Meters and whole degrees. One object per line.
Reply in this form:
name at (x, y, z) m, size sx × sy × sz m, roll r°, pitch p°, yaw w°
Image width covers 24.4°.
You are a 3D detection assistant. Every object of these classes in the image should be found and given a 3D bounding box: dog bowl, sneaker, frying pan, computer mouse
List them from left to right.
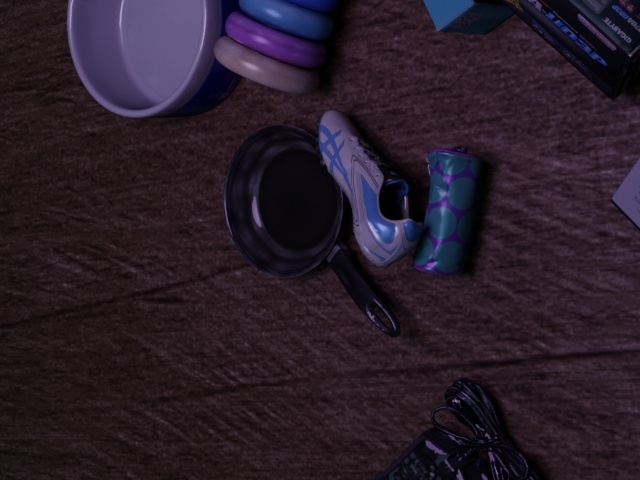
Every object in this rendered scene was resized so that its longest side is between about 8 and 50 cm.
dog bowl at (-0.216, -0.297, 1.993) m, size 0.264 × 0.104 × 0.265 m, roll 3°, pitch 95°, yaw 38°
frying pan at (0.005, -0.029, 1.869) m, size 0.326 × 0.053 × 0.197 m, roll 24°, pitch 108°, yaw 33°
sneaker at (0.062, -0.074, 1.786) m, size 0.086 × 0.085 × 0.237 m, roll -39°, pitch 52°, yaw 21°
computer mouse at (0.139, 0.312, 1.780) m, size 0.272 × 0.072 × 0.188 m, roll -42°, pitch 66°, yaw 19°

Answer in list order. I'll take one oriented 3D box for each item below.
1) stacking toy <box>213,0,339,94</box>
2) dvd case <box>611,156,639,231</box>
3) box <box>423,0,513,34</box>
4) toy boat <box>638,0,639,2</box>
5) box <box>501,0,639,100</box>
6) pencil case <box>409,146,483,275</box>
stacking toy at (-0.013, -0.353, 1.822) m, size 0.141 × 0.141 × 0.330 m, roll 31°, pitch 106°, yaw 33°
dvd case at (0.422, -0.070, 1.518) m, size 0.180 × 0.022 × 0.253 m, roll 50°, pitch 133°, yaw 25°
box at (0.135, -0.358, 1.713) m, size 0.060 × 0.100 × 0.244 m, roll -34°, pitch 72°, yaw 36°
toy boat at (0.340, -0.327, 1.547) m, size 0.231 × 0.151 × 0.151 m, roll 35°, pitch 84°, yaw 32°
box at (0.252, -0.256, 1.550) m, size 0.051 × 0.175 × 0.220 m, roll -45°, pitch 80°, yaw -4°
pencil case at (0.149, -0.034, 1.745) m, size 0.070 × 0.064 × 0.152 m, roll 13°, pitch 101°, yaw 24°
